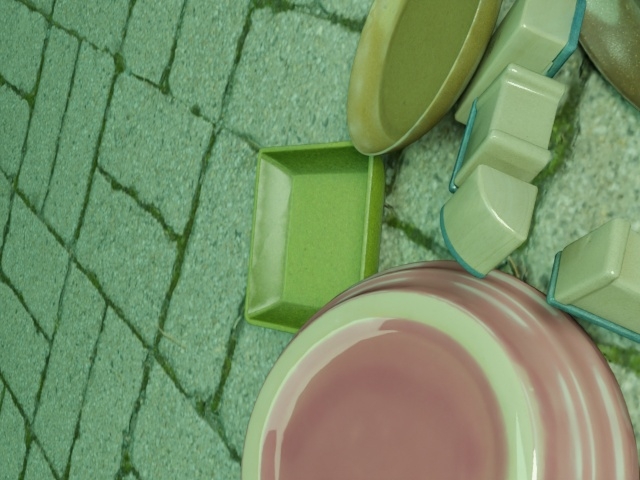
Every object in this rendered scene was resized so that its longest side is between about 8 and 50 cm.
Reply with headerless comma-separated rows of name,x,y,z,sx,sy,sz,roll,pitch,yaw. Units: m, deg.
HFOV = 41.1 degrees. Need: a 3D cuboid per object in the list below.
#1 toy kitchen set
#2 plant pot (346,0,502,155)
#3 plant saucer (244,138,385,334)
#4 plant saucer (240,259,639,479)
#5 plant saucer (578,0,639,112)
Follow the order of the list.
toy kitchen set,0.177,-0.045,0.602,0.122,0.166,0.207,121,170,-63
plant pot,0.089,-0.179,0.714,0.236,0.032,0.236,-163,90,-71
plant saucer,0.000,0.000,0.847,0.188,0.045,0.188,4,89,53
plant saucer,0.060,0.167,0.638,0.332,0.084,0.332,-15,63,32
plant saucer,0.205,-0.210,0.490,0.310,0.050,0.310,157,90,-84
